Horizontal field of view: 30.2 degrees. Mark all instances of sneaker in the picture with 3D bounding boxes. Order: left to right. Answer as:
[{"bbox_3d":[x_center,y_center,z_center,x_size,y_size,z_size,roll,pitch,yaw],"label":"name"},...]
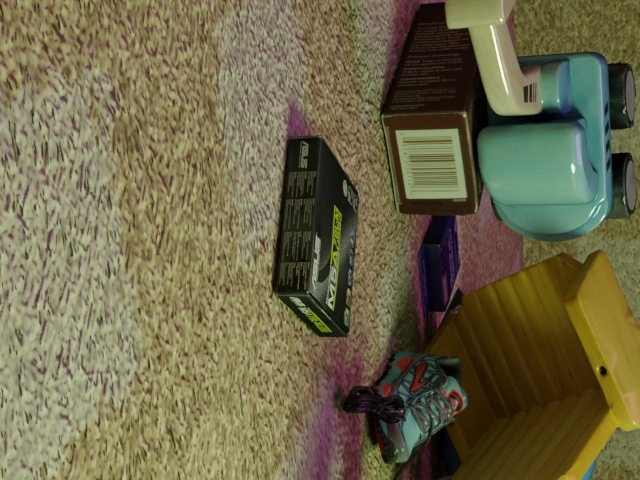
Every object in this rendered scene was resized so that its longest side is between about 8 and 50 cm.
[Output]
[{"bbox_3d":[0.151,0.234,1.750,0.262,0.125,0.104,-61,142,-61],"label":"sneaker"}]

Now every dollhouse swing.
[{"bbox_3d":[0.273,0.230,1.800,0.305,0.347,0.315,-19,83,-43],"label":"dollhouse swing"}]

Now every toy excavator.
[{"bbox_3d":[0.312,-0.193,1.732,0.445,0.222,0.432,-27,115,-62],"label":"toy excavator"}]

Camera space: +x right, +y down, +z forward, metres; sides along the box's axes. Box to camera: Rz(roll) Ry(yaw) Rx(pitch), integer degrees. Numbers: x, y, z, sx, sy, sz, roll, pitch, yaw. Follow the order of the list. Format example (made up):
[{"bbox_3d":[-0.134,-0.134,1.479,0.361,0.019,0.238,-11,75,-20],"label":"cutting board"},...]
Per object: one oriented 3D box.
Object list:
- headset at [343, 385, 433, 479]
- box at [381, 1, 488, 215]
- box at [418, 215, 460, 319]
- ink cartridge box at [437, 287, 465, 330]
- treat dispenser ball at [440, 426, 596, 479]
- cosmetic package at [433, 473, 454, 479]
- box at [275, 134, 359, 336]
[{"bbox_3d":[0.114,0.381,1.491,0.185,0.243,0.394,29,45,-50],"label":"headset"},{"bbox_3d":[0.207,-0.226,1.934,0.381,0.143,0.191,-67,152,-50],"label":"box"},{"bbox_3d":[0.218,0.035,2.152,0.225,0.037,0.136,-59,146,-58],"label":"box"},{"bbox_3d":[0.260,0.191,2.098,0.209,0.062,0.109,52,-45,39],"label":"ink cartridge box"},{"bbox_3d":[0.369,0.379,2.211,0.288,0.288,0.288,0,90,-74],"label":"treat dispenser ball"},{"bbox_3d":[0.275,0.539,1.988,0.225,0.138,0.224,34,49,-28],"label":"cosmetic package"},{"bbox_3d":[0.000,0.000,1.376,0.184,0.045,0.190,57,36,-66],"label":"box"}]
